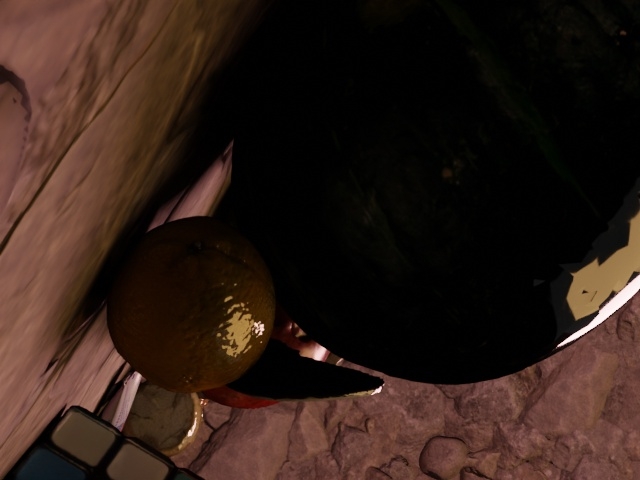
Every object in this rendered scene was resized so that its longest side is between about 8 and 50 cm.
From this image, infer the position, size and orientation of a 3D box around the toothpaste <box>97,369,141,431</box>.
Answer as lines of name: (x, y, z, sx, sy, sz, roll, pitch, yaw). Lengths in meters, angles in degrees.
toothpaste: (-0.182, 0.169, 0.738, 0.170, 0.028, 0.045, -60, 173, 17)

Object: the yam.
yam: (-0.166, 0.185, 0.942, 0.083, 0.083, 0.371, -59, -178, -16)

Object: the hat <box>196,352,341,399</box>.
hat: (-0.079, 0.086, 1.121, 0.252, 0.251, 0.110, -60, 140, -64)

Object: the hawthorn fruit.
hawthorn fruit: (-0.052, 0.082, 0.843, 0.172, 0.148, 0.148, -15, -145, 48)

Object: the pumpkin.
pumpkin: (0.086, -0.078, 0.517, 0.315, 0.238, 0.315, -40, -174, 5)

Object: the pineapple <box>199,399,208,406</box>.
pineapple: (-0.217, 0.246, 1.283, 0.159, 0.074, 0.074, -47, 171, -50)

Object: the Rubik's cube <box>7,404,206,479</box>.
Rubik's cube: (-0.135, 0.219, 0.522, 0.151, 0.155, 0.154, -58, -179, 29)

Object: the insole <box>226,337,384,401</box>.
insole: (-0.055, 0.076, 0.594, 0.322, 0.109, 0.007, -179, -93, -66)

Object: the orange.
orange: (-0.062, 0.030, 0.448, 0.085, 0.085, 0.095, -59, 174, -35)

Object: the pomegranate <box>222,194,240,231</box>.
pomegranate: (0.009, 0.008, 0.757, 0.131, 0.191, 0.152, -43, -176, 20)
